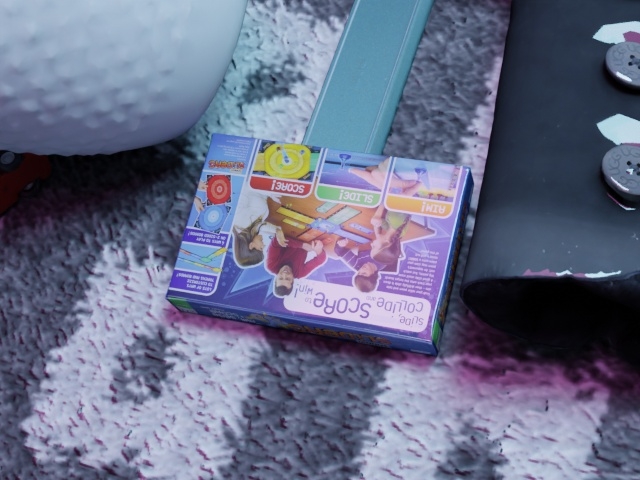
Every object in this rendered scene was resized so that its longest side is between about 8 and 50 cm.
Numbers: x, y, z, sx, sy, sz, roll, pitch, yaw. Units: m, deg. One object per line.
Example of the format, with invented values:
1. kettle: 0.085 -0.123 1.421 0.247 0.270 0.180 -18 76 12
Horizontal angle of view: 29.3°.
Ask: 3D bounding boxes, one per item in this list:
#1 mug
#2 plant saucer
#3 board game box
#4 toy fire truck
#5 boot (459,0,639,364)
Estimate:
1. mug: -0.222 -0.248 0.900 0.328 0.276 0.374 17 75 -24
2. plant saucer: 0.034 -0.130 0.977 0.067 0.018 0.192 11 64 17
3. board game box: 0.000 0.000 0.895 0.201 0.035 0.136 9 72 17
4. toy fire truck: -0.329 -0.044 0.992 0.192 0.047 0.135 -41 60 -12
5. boot: 0.143 -0.142 0.870 0.367 0.146 0.445 7 66 4
